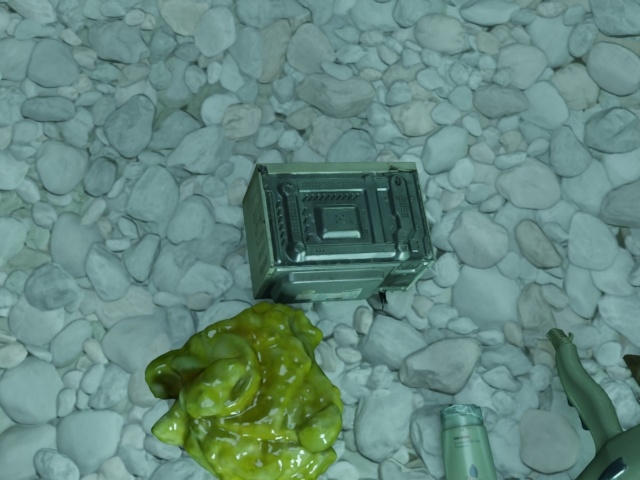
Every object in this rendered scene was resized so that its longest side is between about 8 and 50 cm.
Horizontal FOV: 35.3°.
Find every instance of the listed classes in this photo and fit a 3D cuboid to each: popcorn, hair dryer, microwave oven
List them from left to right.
[{"bbox_3d":[-0.092,0.224,1.356,0.242,0.235,0.250,-39,52,12],"label":"popcorn"},{"bbox_3d":[0.023,-0.009,1.455,0.240,0.145,0.194,-2,64,-17],"label":"microwave oven"},{"bbox_3d":[0.343,0.307,1.362,0.296,0.119,0.298,-57,40,6],"label":"hair dryer"}]

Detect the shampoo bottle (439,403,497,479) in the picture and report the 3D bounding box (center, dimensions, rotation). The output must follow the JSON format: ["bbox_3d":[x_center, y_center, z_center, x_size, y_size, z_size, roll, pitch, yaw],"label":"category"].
[{"bbox_3d":[0.211,0.335,1.401,0.072,0.049,0.212,-9,69,2],"label":"shampoo bottle"}]

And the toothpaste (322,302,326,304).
[{"bbox_3d":[0.000,0.000,1.540,0.049,0.031,0.204,2,67,-16],"label":"toothpaste"}]

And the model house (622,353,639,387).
[{"bbox_3d":[0.517,0.237,1.401,0.181,0.176,0.248,-5,26,-36],"label":"model house"}]
